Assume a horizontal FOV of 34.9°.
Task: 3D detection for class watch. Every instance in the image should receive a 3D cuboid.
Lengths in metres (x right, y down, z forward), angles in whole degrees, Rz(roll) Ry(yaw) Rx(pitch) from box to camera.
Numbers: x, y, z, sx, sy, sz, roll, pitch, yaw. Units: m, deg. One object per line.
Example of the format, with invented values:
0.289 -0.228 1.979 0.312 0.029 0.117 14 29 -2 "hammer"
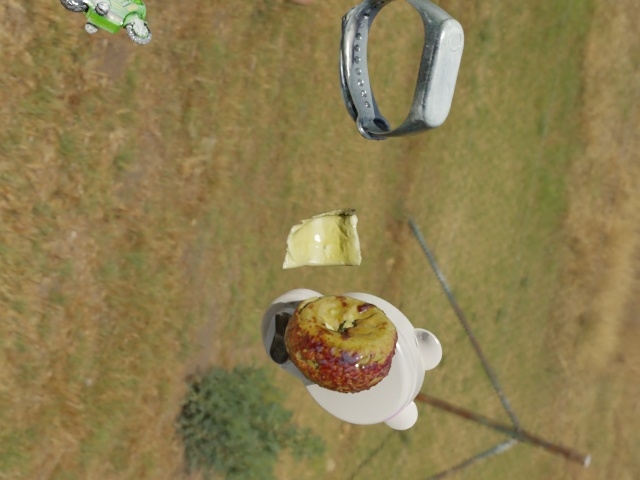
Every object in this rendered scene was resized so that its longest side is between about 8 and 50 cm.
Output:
0.103 -0.239 1.415 0.068 0.193 0.206 -3 106 -45 "watch"

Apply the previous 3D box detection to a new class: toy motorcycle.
-0.406 -0.450 1.963 0.190 0.074 0.106 26 50 -20 "toy motorcycle"

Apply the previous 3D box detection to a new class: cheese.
-0.001 0.000 1.067 0.041 0.084 0.060 -109 -169 -82 "cheese"

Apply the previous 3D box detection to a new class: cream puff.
0.026 0.129 1.241 0.149 0.149 0.084 -31 141 -51 "cream puff"

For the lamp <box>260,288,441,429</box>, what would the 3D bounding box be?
0.037 0.147 1.387 0.108 0.246 0.180 -37 149 -63 "lamp"
